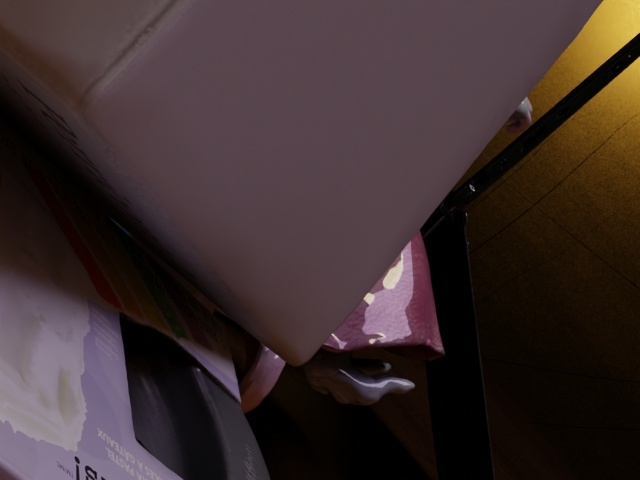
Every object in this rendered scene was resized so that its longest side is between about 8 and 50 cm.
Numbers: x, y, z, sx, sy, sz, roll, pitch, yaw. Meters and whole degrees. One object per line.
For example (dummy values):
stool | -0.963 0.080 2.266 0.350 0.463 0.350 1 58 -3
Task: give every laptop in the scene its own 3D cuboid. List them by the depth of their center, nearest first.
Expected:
laptop | 0.212 0.036 1.075 0.236 0.408 0.382 49 -4 3

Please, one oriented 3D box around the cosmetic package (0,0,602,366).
cosmetic package | -0.086 -0.209 0.608 0.393 0.327 0.329 37 -10 23

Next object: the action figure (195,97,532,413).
action figure | -0.016 -0.072 0.842 0.275 0.248 0.370 -6 89 -37

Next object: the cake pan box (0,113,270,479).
cake pan box | -0.119 0.054 0.479 0.267 0.070 0.246 48 13 -32

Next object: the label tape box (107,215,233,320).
label tape box | -0.130 -0.072 1.013 0.249 0.115 0.347 55 7 35
